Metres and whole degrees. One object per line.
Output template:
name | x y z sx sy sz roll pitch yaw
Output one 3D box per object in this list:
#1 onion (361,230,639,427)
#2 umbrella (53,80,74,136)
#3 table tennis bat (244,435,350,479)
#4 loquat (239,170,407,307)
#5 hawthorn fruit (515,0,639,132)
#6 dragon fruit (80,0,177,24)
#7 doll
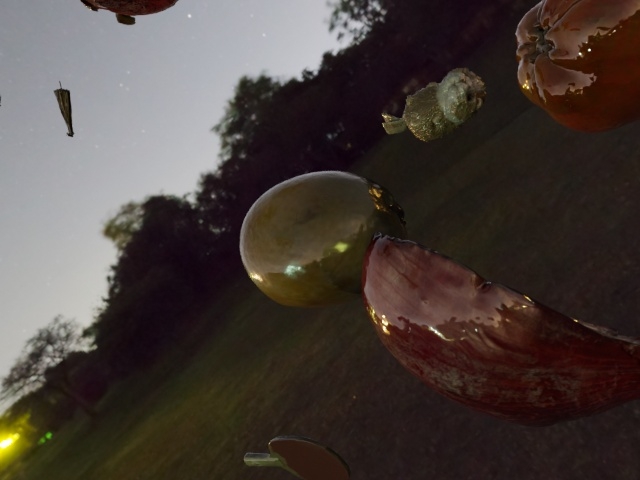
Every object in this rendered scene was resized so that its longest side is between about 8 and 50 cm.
onion | 0.160 0.092 0.436 0.284 0.227 0.120 19 87 42
umbrella | -0.383 -0.197 0.762 0.020 0.031 0.083 -31 -53 -61
table tennis bat | -0.050 0.388 0.889 0.234 0.131 0.022 -20 27 39
loquat | 0.000 0.000 0.631 0.227 0.179 0.179 -15 26 49
hawthorn fruit | 0.305 -0.200 0.537 0.189 0.189 0.189 -45 3 3
dragon fruit | -0.316 -0.443 0.805 0.282 0.147 0.211 -12 12 -35
doll | 0.231 -0.261 1.032 0.221 0.105 0.115 -26 -19 32
